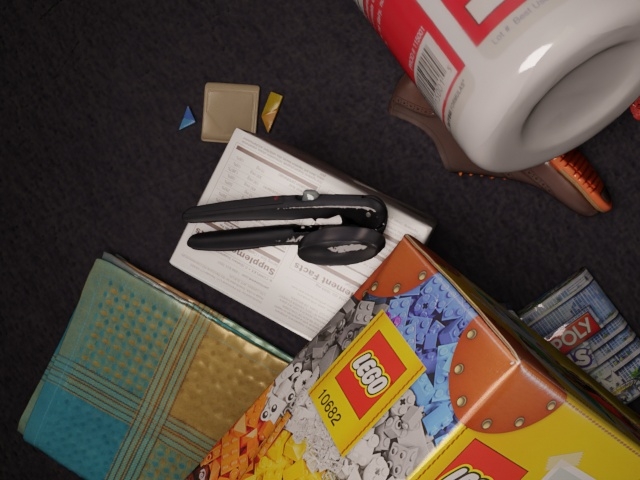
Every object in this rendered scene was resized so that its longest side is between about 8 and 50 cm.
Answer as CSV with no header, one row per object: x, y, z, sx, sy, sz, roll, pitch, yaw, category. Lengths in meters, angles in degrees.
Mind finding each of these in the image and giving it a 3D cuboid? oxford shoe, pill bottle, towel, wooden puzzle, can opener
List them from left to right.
-0.163,0.216,1.042,0.370,0.040,0.271,29,98,5,towel
-0.107,-0.152,1.024,0.116,0.014,0.078,12,91,8,wooden puzzle
-0.032,-0.015,0.730,0.186,0.073,0.059,4,102,17,can opener
0.138,-0.285,0.830,0.229,0.229,0.407,-35,67,10,pill bottle
0.198,-0.103,0.946,0.271,0.097,0.098,40,116,12,oxford shoe

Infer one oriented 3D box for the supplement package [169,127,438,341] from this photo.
0.000,0.000,0.887,0.204,0.262,0.145,28,97,7,supplement package

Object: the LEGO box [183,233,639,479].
0.146,0.288,0.784,0.500,0.193,0.372,35,101,-34,LEGO box

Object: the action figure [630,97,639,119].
0.386,-0.147,0.935,0.115,0.030,0.038,5,99,11,action figure

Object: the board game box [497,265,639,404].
0.248,0.125,0.956,0.194,0.060,0.194,-38,88,9,board game box
